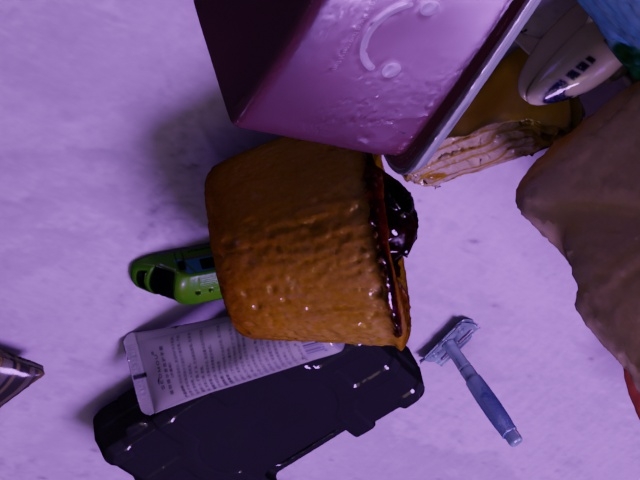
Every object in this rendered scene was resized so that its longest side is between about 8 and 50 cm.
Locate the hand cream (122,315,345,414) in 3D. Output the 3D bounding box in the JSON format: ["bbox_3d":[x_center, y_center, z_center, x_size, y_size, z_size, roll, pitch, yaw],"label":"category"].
[{"bbox_3d":[-0.071,0.100,1.589,0.234,0.080,0.050,-15,179,19],"label":"hand cream"}]

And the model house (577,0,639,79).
[{"bbox_3d":[0.332,-0.242,1.239,0.280,0.249,0.230,-49,126,-3],"label":"model house"}]

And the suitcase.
[{"bbox_3d":[-0.059,0.162,1.706,0.285,0.066,0.206,-33,138,13],"label":"suitcase"}]

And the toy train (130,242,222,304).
[{"bbox_3d":[-0.067,0.026,1.576,0.209,0.042,0.044,-11,137,-12],"label":"toy train"}]

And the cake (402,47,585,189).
[{"bbox_3d":[0.144,-0.121,1.518,0.080,0.116,0.185,27,152,-35],"label":"cake"}]

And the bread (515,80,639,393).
[{"bbox_3d":[0.415,-0.007,1.478,0.390,0.279,0.371,-39,148,7],"label":"bread"}]

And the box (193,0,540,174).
[{"bbox_3d":[0.036,-0.204,1.250,0.167,0.193,0.294,6,137,-28],"label":"box"}]

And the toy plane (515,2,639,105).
[{"bbox_3d":[0.259,-0.198,1.423,0.256,0.104,0.242,-32,139,-7],"label":"toy plane"}]

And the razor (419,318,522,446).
[{"bbox_3d":[0.162,0.152,1.738,0.040,0.135,0.068,4,136,-52],"label":"razor"}]

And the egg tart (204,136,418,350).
[{"bbox_3d":[0.000,0.000,1.467,0.171,0.215,0.215,-12,139,5],"label":"egg tart"}]

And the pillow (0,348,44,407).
[{"bbox_3d":[-0.360,0.112,1.548,0.113,0.038,0.203,-39,135,23],"label":"pillow"}]

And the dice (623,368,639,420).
[{"bbox_3d":[0.430,0.138,1.783,0.175,0.174,0.179,-1,154,-45],"label":"dice"}]
